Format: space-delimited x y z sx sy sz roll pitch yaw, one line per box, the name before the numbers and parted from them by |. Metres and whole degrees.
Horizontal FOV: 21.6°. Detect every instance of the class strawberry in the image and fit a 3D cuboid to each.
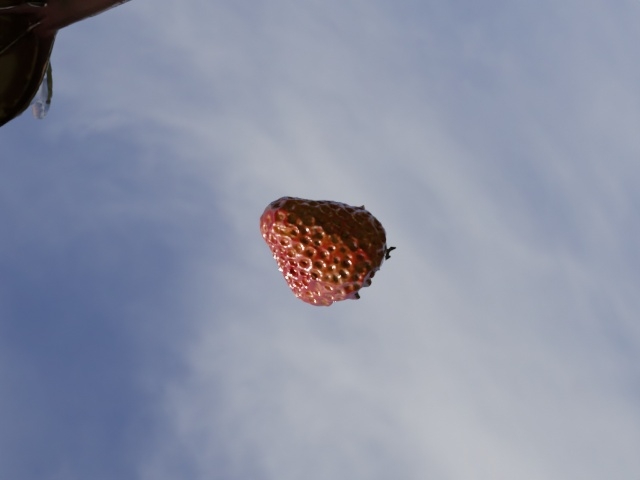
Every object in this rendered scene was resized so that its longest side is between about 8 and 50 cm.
strawberry | 0.000 0.000 1.036 0.083 0.073 0.073 47 -138 -26

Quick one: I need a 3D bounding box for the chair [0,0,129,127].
chair | -0.206 -0.119 0.800 0.183 0.326 0.176 -29 -83 -16
